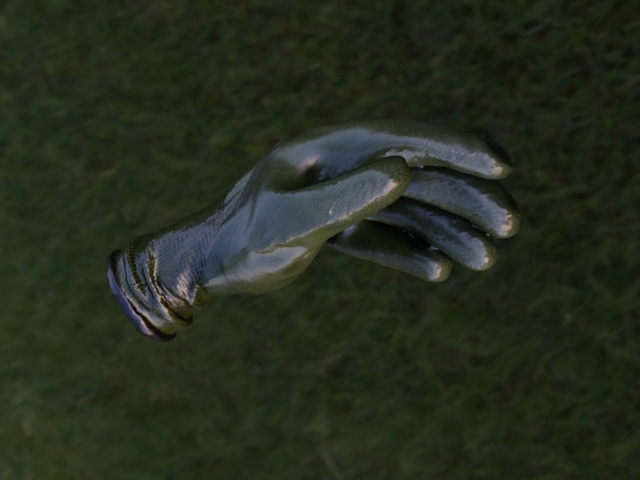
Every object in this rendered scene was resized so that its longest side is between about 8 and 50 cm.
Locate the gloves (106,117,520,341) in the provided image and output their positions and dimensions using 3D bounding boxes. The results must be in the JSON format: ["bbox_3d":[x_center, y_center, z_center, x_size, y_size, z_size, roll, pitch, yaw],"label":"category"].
[{"bbox_3d":[-0.007,-0.012,1.124,0.268,0.135,0.107,-14,84,17],"label":"gloves"}]
